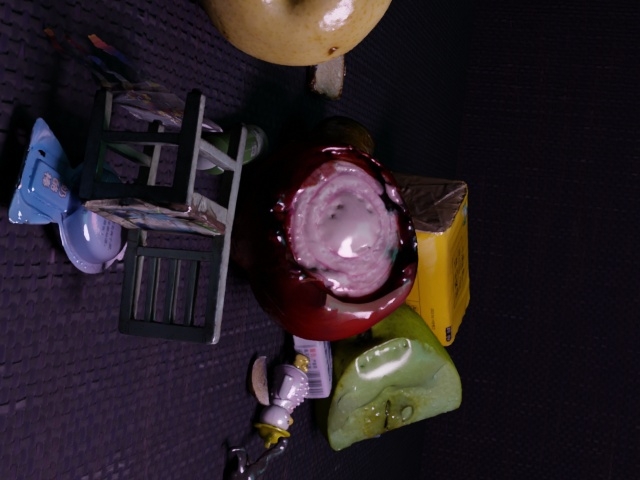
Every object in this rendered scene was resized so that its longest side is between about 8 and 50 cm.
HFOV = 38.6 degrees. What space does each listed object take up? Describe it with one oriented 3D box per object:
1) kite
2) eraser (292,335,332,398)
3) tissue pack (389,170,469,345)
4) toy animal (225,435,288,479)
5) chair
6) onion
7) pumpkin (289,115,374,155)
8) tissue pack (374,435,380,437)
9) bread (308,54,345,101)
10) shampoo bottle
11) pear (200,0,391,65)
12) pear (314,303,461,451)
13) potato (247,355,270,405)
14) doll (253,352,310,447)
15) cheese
[{"bbox_3d":[-0.222,-0.181,1.078,0.245,0.141,0.015,40,61,-59],"label":"kite"},{"bbox_3d":[-0.018,0.217,1.919,0.124,0.068,0.210,-82,167,-51],"label":"eraser"},{"bbox_3d":[0.199,0.038,2.200,0.382,0.293,0.228,80,29,-42],"label":"tissue pack"},{"bbox_3d":[-0.126,0.461,1.678,0.148,0.085,0.232,-46,143,-60],"label":"toy animal"},{"bbox_3d":[-0.185,-0.026,1.041,0.147,0.136,0.270,30,66,-69],"label":"chair"},{"bbox_3d":[0.006,-0.005,1.554,0.341,0.341,0.341,7,90,-72],"label":"onion"},{"bbox_3d":[0.008,-0.144,1.771,0.219,0.162,0.219,-62,179,-2],"label":"pumpkin"},{"bbox_3d":[0.103,0.418,2.385,0.257,0.081,0.185,35,64,-69],"label":"tissue pack"},{"bbox_3d":[0.007,-0.350,1.854,0.126,0.044,0.129,-5,104,-65],"label":"bread"},{"bbox_3d":[-0.143,-0.139,1.418,0.204,0.065,0.065,-35,130,-67],"label":"shampoo bottle"},{"bbox_3d":[-0.034,-0.402,1.296,0.309,0.309,0.309,7,90,-72],"label":"pear"},{"bbox_3d":[0.134,0.275,2.102,0.238,0.343,0.318,-125,-157,-53],"label":"pear"},{"bbox_3d":[-0.122,0.264,1.707,0.037,0.036,0.093,8,67,-37],"label":"potato"},{"bbox_3d":[-0.073,0.313,1.788,0.129,0.081,0.207,101,9,-52],"label":"doll"},{"bbox_3d":[-0.278,-0.040,1.057,0.244,0.052,0.135,49,48,-66],"label":"cheese"}]
